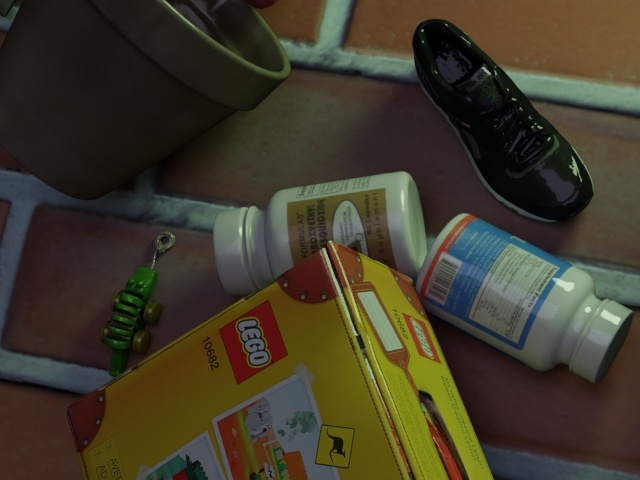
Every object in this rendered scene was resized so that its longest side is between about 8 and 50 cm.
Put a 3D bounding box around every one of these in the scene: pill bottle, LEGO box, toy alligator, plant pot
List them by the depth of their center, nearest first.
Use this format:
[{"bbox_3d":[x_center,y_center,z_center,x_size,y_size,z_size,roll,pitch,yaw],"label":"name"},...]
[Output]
[{"bbox_3d":[-0.011,0.316,1.616,0.372,0.193,0.500,-32,61,21],"label":"LEGO box"},{"bbox_3d":[0.225,0.069,1.741,0.221,0.124,0.124,28,83,19],"label":"pill bottle"},{"bbox_3d":[0.000,0.000,1.813,0.229,0.131,0.131,-8,73,12],"label":"pill bottle"},{"bbox_3d":[-0.243,-0.207,1.865,0.280,0.323,0.323,-47,69,16],"label":"plant pot"},{"bbox_3d":[-0.222,0.071,1.891,0.056,0.051,0.189,16,79,17],"label":"toy alligator"}]

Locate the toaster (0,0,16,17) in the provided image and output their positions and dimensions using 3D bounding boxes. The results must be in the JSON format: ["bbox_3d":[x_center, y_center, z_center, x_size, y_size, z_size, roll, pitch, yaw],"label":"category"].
[{"bbox_3d":[-0.438,-0.409,2.048,0.168,0.110,0.185,31,84,19],"label":"toaster"}]

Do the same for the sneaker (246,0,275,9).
[{"bbox_3d":[-0.066,-0.428,1.949,0.112,0.121,0.299,-2,70,6],"label":"sneaker"}]

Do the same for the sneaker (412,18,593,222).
[{"bbox_3d":[0.196,-0.137,1.804,0.107,0.124,0.283,-41,70,1],"label":"sneaker"}]
